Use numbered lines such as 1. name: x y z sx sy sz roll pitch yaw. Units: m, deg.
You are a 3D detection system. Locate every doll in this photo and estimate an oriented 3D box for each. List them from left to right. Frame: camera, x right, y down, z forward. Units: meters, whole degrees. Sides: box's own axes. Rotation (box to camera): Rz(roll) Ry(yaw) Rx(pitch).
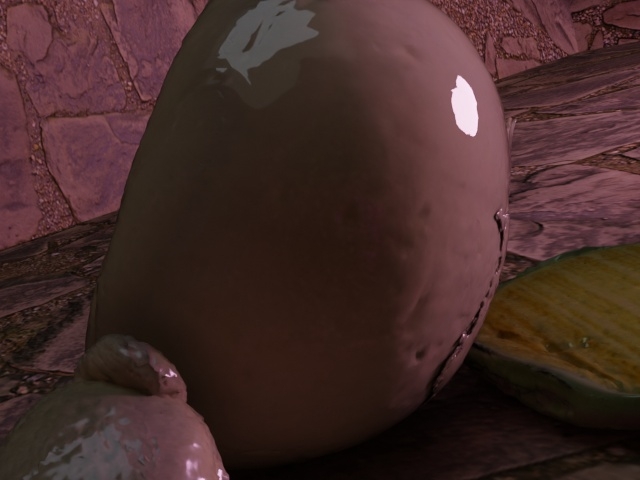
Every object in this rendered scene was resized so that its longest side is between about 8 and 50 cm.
1. doll: -0.160 0.175 0.394 0.278 0.175 0.149 -25 -25 -6

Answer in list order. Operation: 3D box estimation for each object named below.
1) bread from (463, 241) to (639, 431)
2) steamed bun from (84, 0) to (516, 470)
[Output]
1. bread: 0.240 0.048 0.596 0.301 0.045 0.301 -13 14 3
2. steamed bun: 0.000 0.000 0.578 0.233 0.334 0.312 17 20 -3
